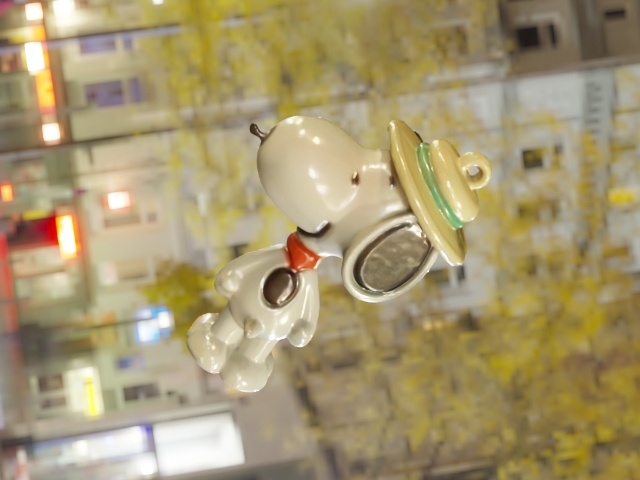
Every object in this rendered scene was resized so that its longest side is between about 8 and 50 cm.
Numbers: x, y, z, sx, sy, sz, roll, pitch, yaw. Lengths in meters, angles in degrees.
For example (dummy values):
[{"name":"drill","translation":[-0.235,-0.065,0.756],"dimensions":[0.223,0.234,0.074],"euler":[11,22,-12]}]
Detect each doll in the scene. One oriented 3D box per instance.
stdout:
[{"name":"doll","translation":[0.013,0.016,1.517],"dimensions":[0.144,0.208,0.271],"euler":[-71,179,-66]}]
